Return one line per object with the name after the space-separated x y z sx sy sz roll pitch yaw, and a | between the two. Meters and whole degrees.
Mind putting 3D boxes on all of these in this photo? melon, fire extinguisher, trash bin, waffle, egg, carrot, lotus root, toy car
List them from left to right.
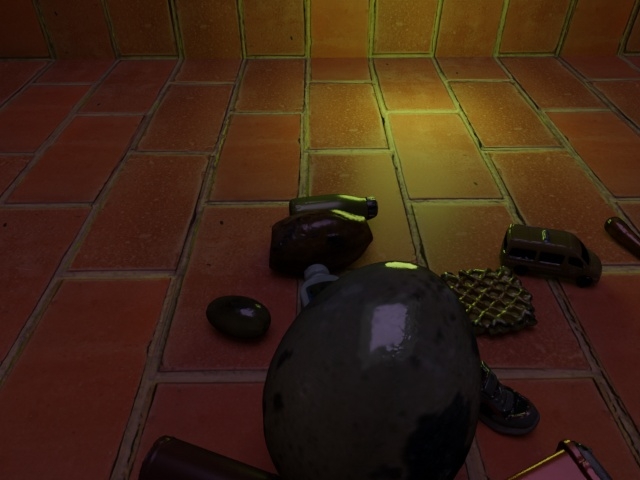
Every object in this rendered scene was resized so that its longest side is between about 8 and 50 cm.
-0.149 0.458 0.848 0.337 0.106 0.147 13 72 16 | fire extinguisher
-0.196 0.179 1.178 0.162 0.099 0.099 12 41 16 | melon
-0.001 -0.009 1.343 0.291 0.193 0.193 -6 40 -6 | lotus root
0.088 0.241 0.819 0.345 0.427 0.345 23 0 0 | egg
0.420 0.153 1.239 0.224 0.054 0.204 -5 40 -3 | waffle
0.368 0.462 0.799 0.239 0.161 0.184 -19 42 -10 | trash bin
0.620 0.034 1.325 0.257 0.124 0.101 9 42 13 | toy car
0.889 -0.005 1.433 0.055 0.055 0.161 -12 48 -14 | carrot

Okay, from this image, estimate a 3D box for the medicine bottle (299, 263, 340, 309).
0.014 0.153 1.217 0.121 0.083 0.228 -11 42 -9 | medicine bottle

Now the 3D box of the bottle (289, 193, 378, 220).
0.040 -0.084 1.480 0.260 0.112 0.112 -7 40 -8 | bottle

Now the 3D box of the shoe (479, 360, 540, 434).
0.335 0.298 1.010 0.228 0.125 0.099 16 40 21 | shoe
